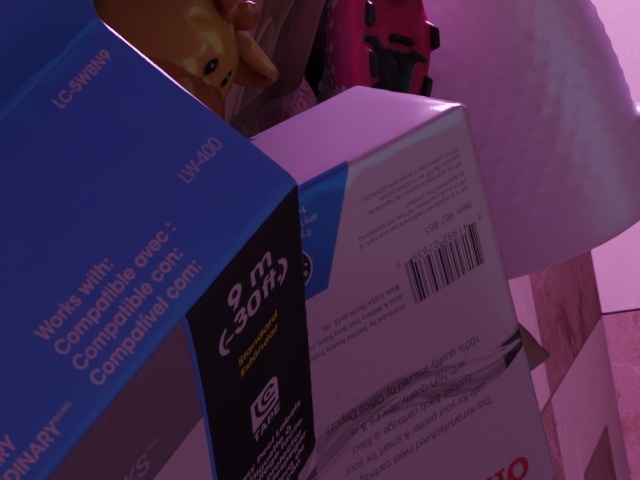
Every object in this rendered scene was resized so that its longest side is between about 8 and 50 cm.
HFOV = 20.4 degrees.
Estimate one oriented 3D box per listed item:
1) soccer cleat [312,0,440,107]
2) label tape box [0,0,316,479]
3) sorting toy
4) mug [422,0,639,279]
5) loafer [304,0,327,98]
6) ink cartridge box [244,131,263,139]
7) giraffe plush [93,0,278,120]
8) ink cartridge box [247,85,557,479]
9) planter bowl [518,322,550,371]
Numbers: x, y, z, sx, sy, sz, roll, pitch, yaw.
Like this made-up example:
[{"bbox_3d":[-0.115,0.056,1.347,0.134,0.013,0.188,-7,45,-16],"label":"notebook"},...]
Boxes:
[{"bbox_3d":[0.027,-0.092,1.537,0.116,0.143,0.331,-2,86,-49],"label":"soccer cleat"},{"bbox_3d":[-0.112,0.069,0.722,0.240,0.106,0.333,-51,155,-30],"label":"label tape box"},{"bbox_3d":[-0.027,-0.243,1.408,0.229,0.041,0.307,-42,150,-70],"label":"sorting toy"},{"bbox_3d":[0.199,-0.171,1.741,0.276,0.374,0.328,-67,138,-69],"label":"mug"},{"bbox_3d":[-0.012,-0.193,1.592,0.078,0.080,0.220,-45,117,-42],"label":"loafer"},{"bbox_3d":[0.000,0.000,1.409,0.128,0.127,0.176,-51,129,-68],"label":"ink cartridge box"},{"bbox_3d":[-0.118,-0.087,0.988,0.181,0.171,0.210,-12,92,-73],"label":"giraffe plush"},{"bbox_3d":[0.017,0.078,1.240,0.223,0.129,0.307,-29,116,-28],"label":"ink cartridge box"},{"bbox_3d":[0.135,0.119,1.785,0.109,0.162,0.162,55,15,8],"label":"planter bowl"}]
